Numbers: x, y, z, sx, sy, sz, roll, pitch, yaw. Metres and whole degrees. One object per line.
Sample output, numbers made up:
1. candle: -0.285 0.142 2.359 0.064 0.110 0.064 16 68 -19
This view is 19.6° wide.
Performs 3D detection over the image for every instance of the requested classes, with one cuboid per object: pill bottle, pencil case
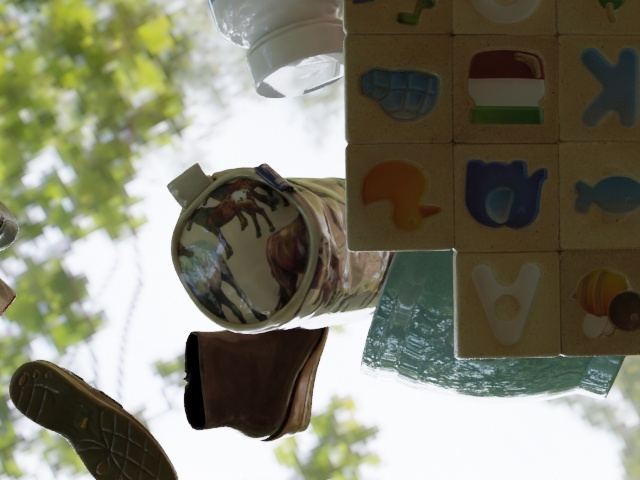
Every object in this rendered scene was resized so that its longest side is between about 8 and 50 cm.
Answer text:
1. pill bottle: -0.043 -0.239 1.568 0.124 0.124 0.221 24 -134 -69
2. pencil case: 0.000 0.000 1.970 0.183 0.160 0.410 65 -158 10

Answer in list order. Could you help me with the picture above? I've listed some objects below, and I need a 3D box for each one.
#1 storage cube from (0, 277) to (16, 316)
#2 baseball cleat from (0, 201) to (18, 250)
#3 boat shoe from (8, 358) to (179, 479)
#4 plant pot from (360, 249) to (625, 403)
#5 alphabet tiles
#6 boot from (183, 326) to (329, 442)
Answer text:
1. storage cube: -0.503 0.093 2.149 0.215 0.193 0.183 46 -144 -14
2. baseball cleat: -0.371 -0.010 1.970 0.109 0.072 0.206 33 -175 29
3. boat shoe: -0.193 0.166 1.645 0.178 0.064 0.060 39 -168 4
4. plant pot: 0.181 0.015 1.528 0.196 0.293 0.293 23 -169 9
5. alphabet tiles: 0.153 -0.108 0.988 0.011 0.285 0.342 178 91 -82
6. boot: -0.081 0.120 2.271 0.207 0.090 0.248 14 -108 -52
